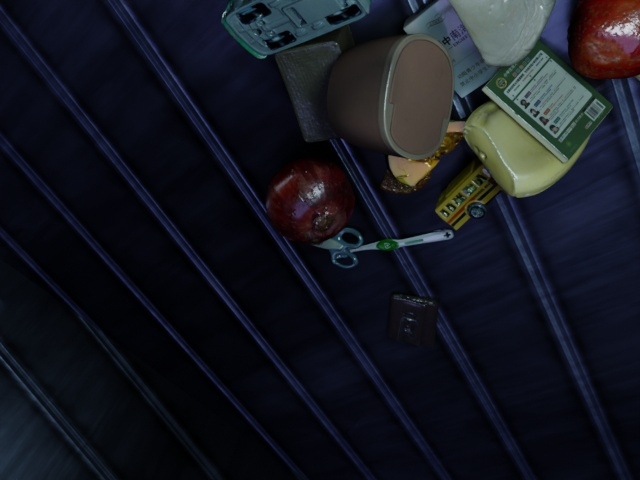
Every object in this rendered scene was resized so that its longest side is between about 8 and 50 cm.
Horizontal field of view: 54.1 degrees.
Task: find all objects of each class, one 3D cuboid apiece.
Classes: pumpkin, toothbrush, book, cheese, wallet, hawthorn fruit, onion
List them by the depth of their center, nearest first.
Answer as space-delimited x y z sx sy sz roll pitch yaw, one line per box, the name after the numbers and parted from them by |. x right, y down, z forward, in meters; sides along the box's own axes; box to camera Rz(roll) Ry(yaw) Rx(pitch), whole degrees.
0.674 -0.459 1.381 0.249 0.215 0.215 8 133 28 | hawthorn fruit
0.545 -0.342 1.500 0.264 0.202 0.027 42 166 3 | book
0.537 -0.266 1.556 0.260 0.315 0.128 60 166 2 | cheese
0.313 -0.246 1.712 0.280 0.139 0.190 4 111 17 | pumpkin
-0.027 -0.115 1.890 0.276 0.276 0.276 9 132 10 | onion
0.233 0.011 2.064 0.417 0.040 0.042 -11 110 21 | toothbrush
0.332 0.290 2.265 0.181 0.049 0.229 10 131 14 | wallet

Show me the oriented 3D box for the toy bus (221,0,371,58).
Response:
-0.055 -0.597 1.490 0.343 0.200 0.183 -11 151 31 | toy bus

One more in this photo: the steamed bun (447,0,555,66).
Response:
0.376 -0.585 1.339 0.236 0.247 0.383 -28 116 38 | steamed bun

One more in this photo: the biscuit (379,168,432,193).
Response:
0.266 -0.204 1.864 0.126 0.025 0.206 26 133 -6 | biscuit

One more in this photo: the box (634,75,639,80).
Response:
0.779 -0.402 1.494 0.098 0.062 0.045 31 128 -7 | box

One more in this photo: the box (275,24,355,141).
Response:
0.014 -0.418 1.681 0.184 0.143 0.273 -6 127 23 | box

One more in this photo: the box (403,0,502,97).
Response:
0.341 -0.494 1.557 0.155 0.067 0.243 -31 116 35 | box

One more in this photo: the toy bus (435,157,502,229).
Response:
0.466 -0.174 1.764 0.123 0.121 0.335 36 133 -4 | toy bus

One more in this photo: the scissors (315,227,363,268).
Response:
0.000 0.000 2.105 0.289 0.041 0.138 16 102 14 | scissors

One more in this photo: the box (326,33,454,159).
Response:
0.165 -0.348 1.538 0.216 0.301 0.301 12 138 43 | box
